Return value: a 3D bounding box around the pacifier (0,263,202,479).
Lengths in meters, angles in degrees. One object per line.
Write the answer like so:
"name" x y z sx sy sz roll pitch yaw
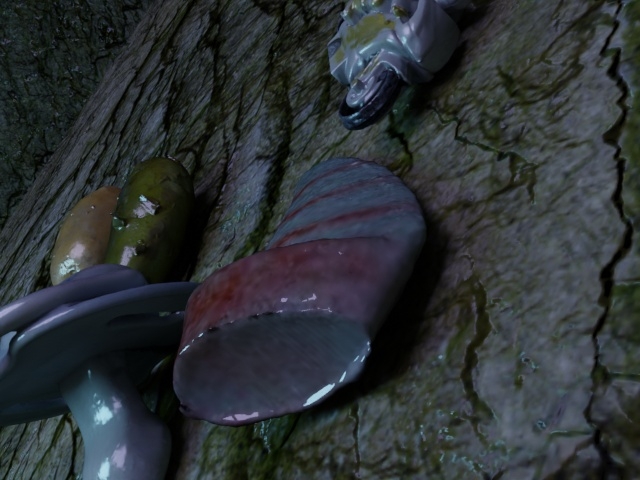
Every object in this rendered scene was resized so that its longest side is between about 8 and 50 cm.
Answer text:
"pacifier" -0.193 0.140 0.678 0.279 0.227 0.207 -36 70 34

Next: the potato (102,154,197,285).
"potato" -0.200 -0.011 0.938 0.117 0.090 0.225 -53 23 40

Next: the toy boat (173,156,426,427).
"toy boat" 0.000 0.000 0.610 0.206 0.096 0.282 -31 20 29

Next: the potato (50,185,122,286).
"potato" -0.282 0.010 1.033 0.119 0.109 0.178 -18 38 22

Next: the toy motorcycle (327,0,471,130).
"toy motorcycle" 0.069 -0.188 0.717 0.151 0.074 0.228 -37 28 27
